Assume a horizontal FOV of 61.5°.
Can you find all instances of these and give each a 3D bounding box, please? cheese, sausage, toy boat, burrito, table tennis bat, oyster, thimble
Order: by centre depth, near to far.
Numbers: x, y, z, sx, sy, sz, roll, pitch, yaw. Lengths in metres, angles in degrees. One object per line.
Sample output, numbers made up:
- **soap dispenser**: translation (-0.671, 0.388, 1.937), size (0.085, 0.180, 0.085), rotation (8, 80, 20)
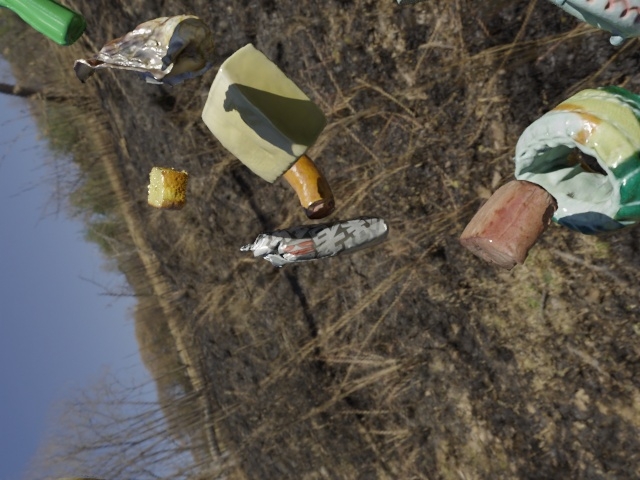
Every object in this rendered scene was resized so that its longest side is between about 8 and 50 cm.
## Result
- **table tennis bat**: translation (-0.390, -0.305, 0.612), size (0.257, 0.161, 0.039), rotation (31, 171, -9)
- **toy boat**: translation (0.437, -0.377, 0.866), size (0.134, 0.207, 0.079), rotation (-102, 31, -65)
- **oyster**: translation (-0.281, -0.307, 0.897), size (0.275, 0.270, 0.101), rotation (-71, -33, -71)
- **thimble**: translation (0.512, -0.145, 1.022), size (0.254, 0.167, 0.288), rotation (59, 163, -10)
- **cheese**: translation (-0.134, -0.270, 1.205), size (0.242, 0.124, 0.265), rotation (39, 161, -10)
- **burrito**: translation (0.000, 0.000, 1.498), size (0.139, 0.444, 0.101), rotation (-145, 50, -60)
- **sausage**: translation (-0.049, -0.177, 1.517), size (0.271, 0.108, 0.109), rotation (55, 160, 33)

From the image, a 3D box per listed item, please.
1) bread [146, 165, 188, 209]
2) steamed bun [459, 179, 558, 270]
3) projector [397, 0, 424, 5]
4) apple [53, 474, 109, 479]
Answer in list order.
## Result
- **bread**: translation (-0.372, -0.124, 1.296), size (0.187, 0.065, 0.103), rotation (23, 108, 60)
- **steamed bun**: translation (0.316, -0.025, 0.886), size (0.106, 0.145, 0.175), rotation (40, -179, 3)
- **projector**: translation (0.248, -0.657, 1.208), size (0.199, 0.250, 0.108), rotation (66, 159, 4)
- **apple**: translation (-0.157, 0.239, 0.296), size (0.160, 0.195, 0.173), rotation (33, -169, -49)
